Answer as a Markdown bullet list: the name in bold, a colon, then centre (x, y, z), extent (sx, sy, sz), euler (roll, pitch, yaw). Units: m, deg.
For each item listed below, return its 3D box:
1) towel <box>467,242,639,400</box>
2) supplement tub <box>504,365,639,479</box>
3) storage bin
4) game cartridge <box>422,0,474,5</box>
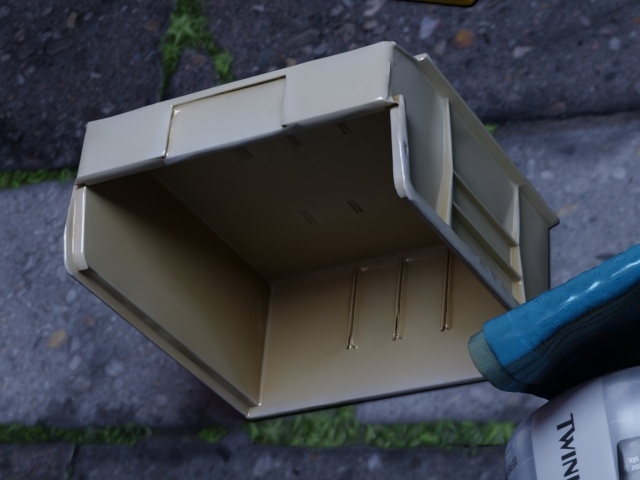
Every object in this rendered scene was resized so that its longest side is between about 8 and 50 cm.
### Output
- **towel**: centre (0.287, 0.008, 1.030), extent (0.370, 0.271, 0.040), euler (-28, 69, 16)
- **supplement tub**: centre (0.213, 0.244, 0.989), extent (0.193, 0.193, 0.316), euler (-20, 55, 23)
- **storage bin**: centre (0.000, 0.000, 1.227), extent (0.262, 0.260, 0.123), euler (-12, 55, 28)
- **game cartridge**: centre (0.087, -0.357, 1.512), extent (0.285, 0.053, 0.323), euler (13, 75, 37)
